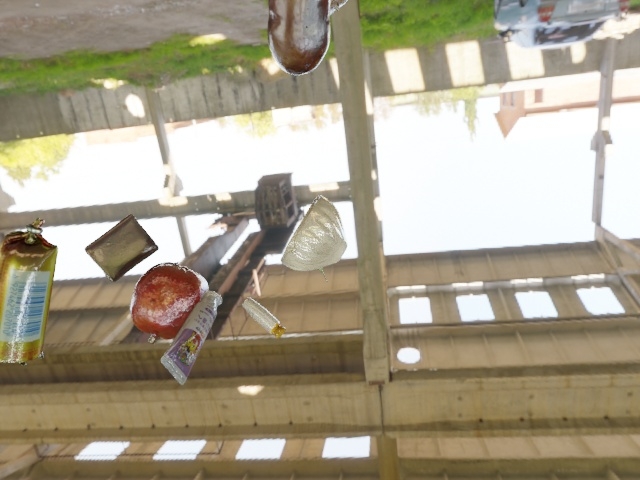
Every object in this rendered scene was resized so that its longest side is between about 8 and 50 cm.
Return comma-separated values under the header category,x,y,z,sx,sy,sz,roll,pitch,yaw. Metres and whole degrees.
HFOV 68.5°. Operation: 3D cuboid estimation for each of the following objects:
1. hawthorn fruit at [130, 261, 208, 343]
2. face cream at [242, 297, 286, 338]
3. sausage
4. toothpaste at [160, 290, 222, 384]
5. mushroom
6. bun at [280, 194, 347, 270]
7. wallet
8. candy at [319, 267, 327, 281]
category,x,y,z,sx,sy,sz,roll,pitch,yaw
hawthorn fruit,-0.557,0.231,1.711,0.265,0.307,0.265,27,174,3
face cream,-0.204,0.277,1.686,0.182,0.072,0.051,38,-124,19
sausage,-0.662,0.104,1.043,0.125,0.317,0.117,13,-176,17
toothpaste,-0.379,0.276,1.410,0.073,0.114,0.299,-11,-146,22
mushroom,-0.006,-0.470,0.970,0.148,0.227,0.217,30,-138,20
bun,0.000,0.000,1.520,0.175,0.263,0.263,32,-157,-2
wallet,-0.778,0.031,1.845,0.229,0.182,0.049,-43,-159,-25
candy,0.007,0.128,1.839,0.025,0.083,0.023,-12,156,-31
